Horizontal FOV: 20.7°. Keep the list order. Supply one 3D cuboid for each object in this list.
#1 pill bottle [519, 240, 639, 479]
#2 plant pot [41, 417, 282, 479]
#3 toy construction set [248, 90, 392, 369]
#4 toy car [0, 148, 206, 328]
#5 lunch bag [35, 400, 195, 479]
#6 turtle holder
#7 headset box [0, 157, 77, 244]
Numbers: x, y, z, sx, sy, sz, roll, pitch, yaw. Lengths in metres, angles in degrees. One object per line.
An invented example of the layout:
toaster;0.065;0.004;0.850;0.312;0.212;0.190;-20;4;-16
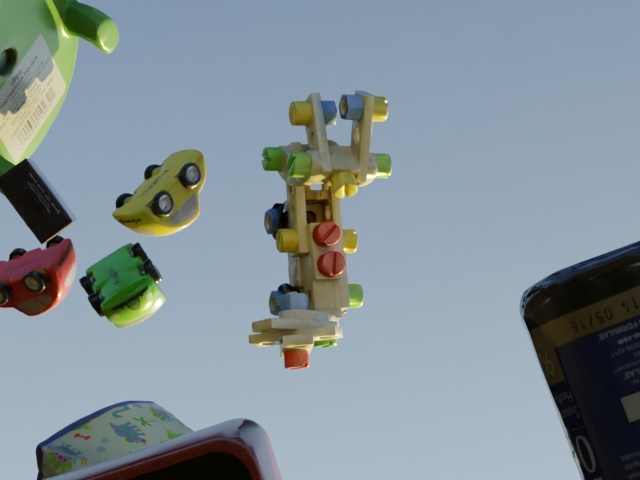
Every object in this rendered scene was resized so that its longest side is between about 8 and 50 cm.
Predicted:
pill bottle;0.177;0.105;0.749;0.123;0.123;0.219;-33;-106;60
plant pot;-0.110;0.246;1.055;0.267;0.236;0.267;-18;-84;8
toy construction set;0.000;0.000;2.042;0.151;0.327;0.215;15;-16;-18
toy car;-0.178;0.025;1.521;0.053;0.239;0.225;59;-3;-26
lunch bag;-0.155;0.208;1.533;0.129;0.151;0.096;33;-47;26
turtle holder;-0.340;-0.176;1.448;0.227;0.243;0.320;23;8;20
headset box;-0.221;-0.031;1.367;0.062;0.032;0.083;54;-4;-4
